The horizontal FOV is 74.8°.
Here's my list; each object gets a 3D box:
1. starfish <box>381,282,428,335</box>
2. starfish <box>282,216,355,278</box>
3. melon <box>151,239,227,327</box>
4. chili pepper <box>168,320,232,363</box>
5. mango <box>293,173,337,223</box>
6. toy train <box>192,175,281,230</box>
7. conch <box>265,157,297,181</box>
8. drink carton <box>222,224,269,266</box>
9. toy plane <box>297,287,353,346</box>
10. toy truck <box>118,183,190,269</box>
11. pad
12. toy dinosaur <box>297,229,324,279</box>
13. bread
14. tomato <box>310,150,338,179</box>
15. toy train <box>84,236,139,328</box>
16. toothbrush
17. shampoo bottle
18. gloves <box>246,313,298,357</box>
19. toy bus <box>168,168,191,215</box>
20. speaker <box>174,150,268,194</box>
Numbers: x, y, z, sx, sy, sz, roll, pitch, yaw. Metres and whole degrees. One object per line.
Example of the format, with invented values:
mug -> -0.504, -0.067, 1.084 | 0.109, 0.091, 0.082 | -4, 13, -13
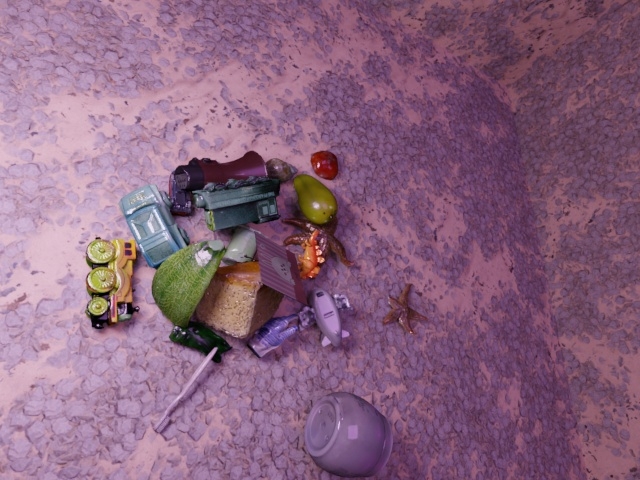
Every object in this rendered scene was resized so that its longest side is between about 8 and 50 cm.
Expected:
starfish -> 0.413, 0.338, 2.015 | 0.231, 0.048, 0.295 | 42, 51, 0
starfish -> 0.006, -0.005, 1.852 | 0.375, 0.094, 0.327 | 43, 56, -6
melon -> -0.428, 0.119, 1.361 | 0.196, 0.323, 0.124 | 46, 30, 11
chili pepper -> -0.410, 0.347, 1.453 | 0.224, 0.061, 0.098 | 30, 57, -19
mango -> -0.027, -0.186, 1.845 | 0.175, 0.143, 0.293 | 5, 40, -37
toy train -> -0.287, -0.134, 1.507 | 0.329, 0.138, 0.179 | -16, 107, -32
conch -> -0.182, -0.307, 1.844 | 0.116, 0.106, 0.172 | 48, 30, 19
drink carton -> -0.303, 0.032, 1.608 | 0.144, 0.146, 0.143 | 32, 65, -19
toy plane -> 0.025, 0.315, 1.721 | 0.251, 0.118, 0.253 | 4, 76, -14
toy truck -> -0.561, -0.047, 1.419 | 0.154, 0.156, 0.279 | -27, 87, -3
pad -> -0.144, 0.093, 1.490 | 0.202, 0.005, 0.300 | 32, 22, -30
toy dinosaur -> -0.046, 0.096, 1.744 | 0.117, 0.070, 0.289 | 22, 80, -11
bread -> -0.278, 0.174, 1.540 | 0.278, 0.249, 0.315 | 13, 15, 8
tomato -> 0.030, -0.377, 2.031 | 0.155, 0.069, 0.156 | 13, 65, -28
toy train -> -0.668, 0.131, 1.342 | 0.160, 0.100, 0.297 | 3, 70, -35
toothbrush -> -0.435, 0.485, 1.374 | 0.029, 0.025, 0.307 | 45, 63, -20
shampoo bottle -> 0.101, 0.704, 1.517 | 0.266, 0.272, 0.273 | 31, 57, -27
gloves -> -0.173, 0.349, 1.582 | 0.119, 0.097, 0.229 | 34, 49, 28
toy bus -> -0.532, -0.177, 1.570 | 0.079, 0.077, 0.175 | 5, 68, -32
speaker -> -0.386, -0.201, 1.617 | 0.329, 0.260, 0.198 | -19, 39, -40
